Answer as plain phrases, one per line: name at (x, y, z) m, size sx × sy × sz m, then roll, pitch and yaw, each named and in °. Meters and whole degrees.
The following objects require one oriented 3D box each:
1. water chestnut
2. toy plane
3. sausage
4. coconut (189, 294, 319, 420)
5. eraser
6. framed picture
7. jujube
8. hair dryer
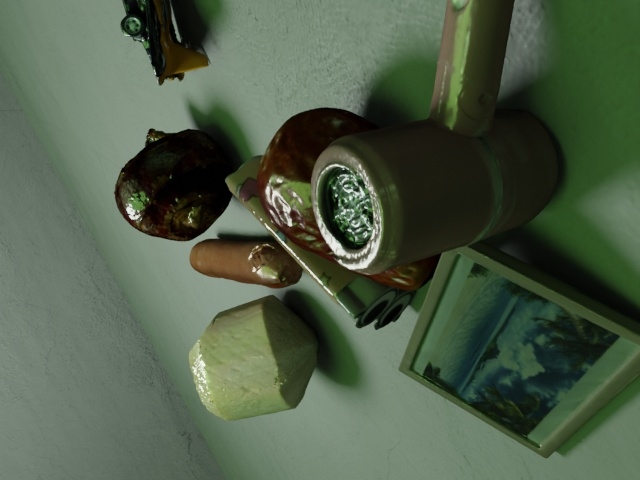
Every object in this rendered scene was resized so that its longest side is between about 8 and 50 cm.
water chestnut at (-0.280, -0.112, 1.194) m, size 0.238 × 0.223 × 0.224 m, roll 49°, pitch 152°, yaw 13°
toy plane at (-0.286, -0.413, 1.010) m, size 0.204 × 0.102 × 0.316 m, roll -91°, pitch -18°, yaw -74°
sausage at (-0.161, 0.041, 1.279) m, size 0.419 × 0.094 × 0.094 m, roll 2°, pitch 116°, yaw 59°
coconut at (-0.121, 0.237, 1.274) m, size 0.239 × 0.244 × 0.239 m, roll -19°, pitch -90°, yaw -80°
eraser at (0.000, 0.000, 0.923) m, size 0.290 × 0.087 × 0.171 m, roll 45°, pitch -167°, yaw 24°
framed picture at (0.221, 0.137, 0.741) m, size 0.232 × 0.024 × 0.315 m, roll 29°, pitch 145°, yaw 17°
jujube at (0.045, -0.045, 0.763) m, size 0.255 × 0.190 × 0.190 m, roll 41°, pitch 150°, yaw 12°
hair dryer at (0.109, -0.152, 0.533) m, size 0.125 × 0.210 × 0.353 m, roll 35°, pitch 132°, yaw 46°
